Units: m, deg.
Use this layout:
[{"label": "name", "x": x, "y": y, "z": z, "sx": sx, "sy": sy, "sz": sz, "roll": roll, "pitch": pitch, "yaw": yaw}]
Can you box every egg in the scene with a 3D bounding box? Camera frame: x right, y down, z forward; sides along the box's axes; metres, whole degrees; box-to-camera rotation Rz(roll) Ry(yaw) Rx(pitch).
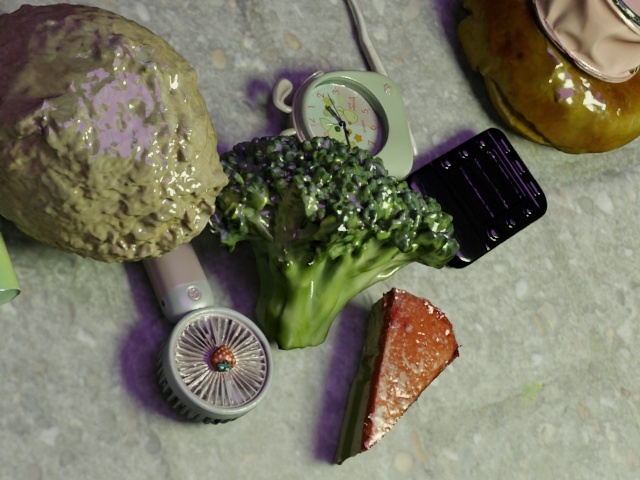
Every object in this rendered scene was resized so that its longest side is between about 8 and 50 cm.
[{"label": "egg", "x": -0.245, "y": -0.118, "z": 1.480, "sx": 0.310, "sy": 0.279, "sz": 0.279, "roll": 37, "pitch": 55, "yaw": -13}]

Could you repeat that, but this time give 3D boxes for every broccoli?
[{"label": "broccoli", "x": 0.000, "y": 0.000, "z": 1.630, "sx": 0.288, "sy": 0.245, "sz": 0.248, "roll": 30, "pitch": 21, "yaw": 16}]

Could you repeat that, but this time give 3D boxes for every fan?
[{"label": "fan", "x": -0.143, "y": 0.092, "z": 1.565, "sx": 0.130, "sy": 0.074, "sz": 0.244, "roll": -15, "pitch": 73, "yaw": -33}]

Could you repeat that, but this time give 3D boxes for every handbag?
[{"label": "handbag", "x": 0.391, "y": -0.326, "z": 1.841, "sx": 0.205, "sy": 0.116, "sz": 0.179, "roll": 50, "pitch": 49, "yaw": -3}]

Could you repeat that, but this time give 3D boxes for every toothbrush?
[{"label": "toothbrush", "x": 0.067, "y": -0.251, "z": 1.871, "sx": 0.030, "sy": 0.025, "sz": 0.307, "roll": -16, "pitch": 77, "yaw": -26}]

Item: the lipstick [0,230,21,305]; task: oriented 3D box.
[{"label": "lipstick", "x": -0.405, "y": -0.071, "z": 1.484, "sx": 0.076, "sy": 0.076, "sz": 0.304, "roll": -15, "pitch": 76, "yaw": -34}]

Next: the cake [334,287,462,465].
[{"label": "cake", "x": 0.098, "y": 0.179, "z": 1.657, "sx": 0.117, "sy": 0.086, "sz": 0.220, "roll": 22, "pitch": 58, "yaw": -18}]

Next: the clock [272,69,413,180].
[{"label": "clock", "x": 0.023, "y": -0.146, "z": 1.775, "sx": 0.191, "sy": 0.062, "sz": 0.151, "roll": 3, "pitch": 68, "yaw": -29}]

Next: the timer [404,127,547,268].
[{"label": "timer", "x": 0.208, "y": -0.057, "z": 1.851, "sx": 0.187, "sy": 0.055, "sz": 0.144, "roll": -30, "pitch": 84, "yaw": -32}]

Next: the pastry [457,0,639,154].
[{"label": "pastry", "x": 0.356, "y": -0.284, "z": 1.976, "sx": 0.356, "sy": 0.164, "sz": 0.356, "roll": 17, "pitch": 57, "yaw": -27}]
